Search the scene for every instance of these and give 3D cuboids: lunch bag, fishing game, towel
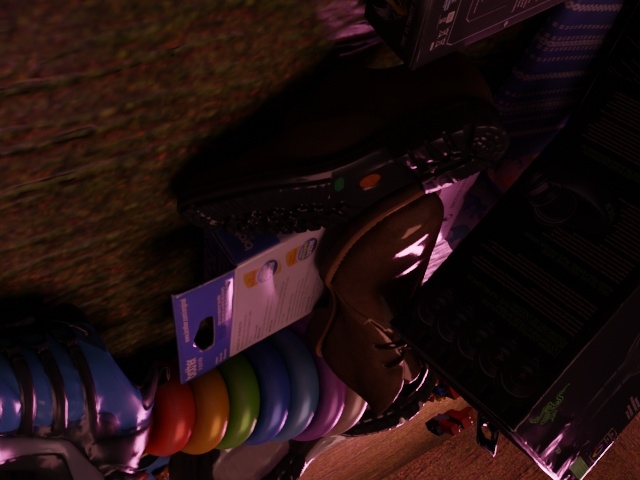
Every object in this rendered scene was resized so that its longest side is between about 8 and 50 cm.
[{"bbox_3d":[0.218,-0.022,0.887,0.151,0.128,0.096,-40,159,12],"label":"lunch bag"},{"bbox_3d":[-0.245,0.339,1.071,0.189,0.041,0.264,-27,157,-13],"label":"fishing game"},{"bbox_3d":[0.271,-0.202,0.733,0.243,0.040,0.336,-15,148,-39],"label":"towel"}]

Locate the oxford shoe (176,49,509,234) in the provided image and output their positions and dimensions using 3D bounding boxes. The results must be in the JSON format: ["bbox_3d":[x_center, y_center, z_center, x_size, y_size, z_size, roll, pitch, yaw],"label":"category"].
[{"bbox_3d":[0.005,-0.066,0.551,0.227,0.096,0.083,-18,156,10],"label":"oxford shoe"}]

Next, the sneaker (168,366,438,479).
[{"bbox_3d":[-0.029,0.210,1.048,0.410,0.158,0.182,-25,-177,-27],"label":"sneaker"}]

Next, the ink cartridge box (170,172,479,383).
[{"bbox_3d":[0.000,0.000,0.701,0.311,0.065,0.185,-30,159,-22],"label":"ink cartridge box"}]

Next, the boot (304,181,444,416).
[{"bbox_3d":[0.065,0.058,0.688,0.112,0.115,0.305,-25,156,-20],"label":"boot"}]

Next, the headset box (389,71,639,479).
[{"bbox_3d":[0.217,0.056,0.668,0.283,0.131,0.246,-47,144,-3],"label":"headset box"}]

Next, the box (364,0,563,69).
[{"bbox_3d":[0.127,-0.220,0.442,0.183,0.056,0.231,-28,158,-19],"label":"box"}]

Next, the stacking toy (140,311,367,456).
[{"bbox_3d":[-0.104,0.153,0.788,0.330,0.141,0.141,-3,142,-46],"label":"stacking toy"}]

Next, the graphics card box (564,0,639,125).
[{"bbox_3d":[0.376,-0.215,0.687,0.233,0.094,0.371,-23,152,-23],"label":"graphics card box"}]

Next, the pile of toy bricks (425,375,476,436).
[{"bbox_3d":[0.173,0.204,1.191,0.105,0.118,0.212,-28,-166,-21],"label":"pile of toy bricks"}]

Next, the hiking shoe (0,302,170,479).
[{"bbox_3d":[-0.220,0.093,0.545,0.304,0.113,0.132,53,47,-55],"label":"hiking shoe"}]
